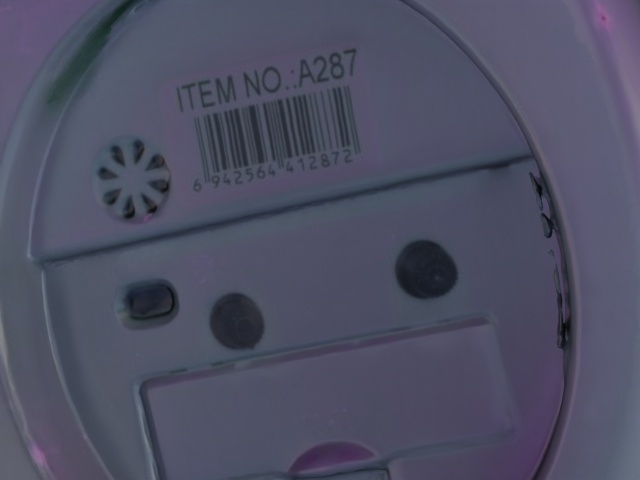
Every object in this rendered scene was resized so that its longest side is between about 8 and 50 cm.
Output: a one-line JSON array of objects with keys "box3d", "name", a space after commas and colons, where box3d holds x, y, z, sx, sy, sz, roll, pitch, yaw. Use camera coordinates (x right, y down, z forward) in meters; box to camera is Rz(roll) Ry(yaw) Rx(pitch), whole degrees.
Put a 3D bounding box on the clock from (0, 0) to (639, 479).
[{"box3d": [0.000, 0.000, 0.445, 0.227, 0.248, 0.090, -12, -179, 20], "name": "clock"}]
